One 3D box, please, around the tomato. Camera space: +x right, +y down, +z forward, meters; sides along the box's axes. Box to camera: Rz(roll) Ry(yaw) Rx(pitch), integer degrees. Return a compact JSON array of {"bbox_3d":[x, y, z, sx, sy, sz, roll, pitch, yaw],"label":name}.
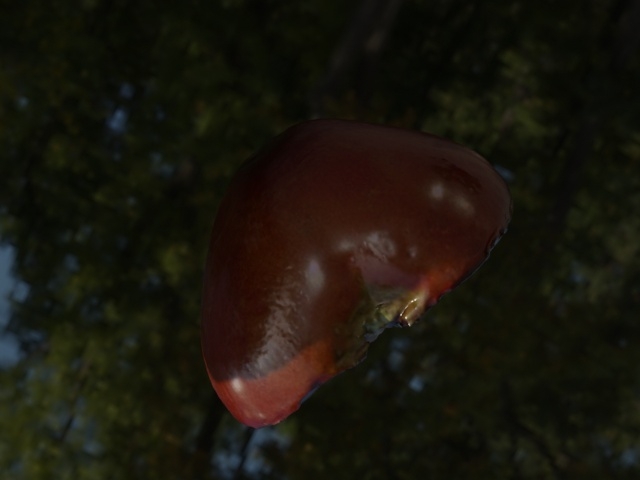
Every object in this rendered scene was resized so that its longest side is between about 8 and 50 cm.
[{"bbox_3d":[0.000,0.000,1.172,0.139,0.233,0.200,51,180,-10],"label":"tomato"}]
